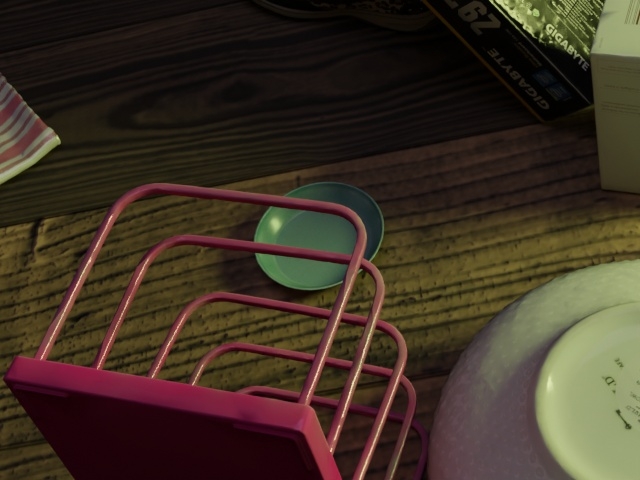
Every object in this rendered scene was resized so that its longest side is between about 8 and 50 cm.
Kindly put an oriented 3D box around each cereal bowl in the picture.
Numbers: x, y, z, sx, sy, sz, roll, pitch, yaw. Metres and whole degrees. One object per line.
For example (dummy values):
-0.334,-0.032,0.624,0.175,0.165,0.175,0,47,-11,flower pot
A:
0.234,0.146,0.920,0.339,0.141,0.339,-8,53,11,cereal bowl

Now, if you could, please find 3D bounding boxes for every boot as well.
0.009,-0.303,1.287,0.236,0.178,0.085,15,60,24,boot

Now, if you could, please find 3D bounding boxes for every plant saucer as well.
0.000,0.000,1.165,0.119,0.021,0.119,-7,53,10,plant saucer

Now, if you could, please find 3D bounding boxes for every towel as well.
-0.375,-0.117,1.350,0.144,0.029,0.197,-37,54,-12,towel

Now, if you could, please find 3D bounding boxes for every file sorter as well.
-0.047,0.117,0.925,0.202,0.290,0.182,7,54,20,file sorter

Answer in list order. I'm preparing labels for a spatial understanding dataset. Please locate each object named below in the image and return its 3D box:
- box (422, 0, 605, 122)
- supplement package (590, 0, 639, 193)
0.178,-0.307,1.179,0.257,0.322,0.079,-56,18,-25,box
0.290,-0.128,1.080,0.105,0.179,0.105,8,57,20,supplement package
